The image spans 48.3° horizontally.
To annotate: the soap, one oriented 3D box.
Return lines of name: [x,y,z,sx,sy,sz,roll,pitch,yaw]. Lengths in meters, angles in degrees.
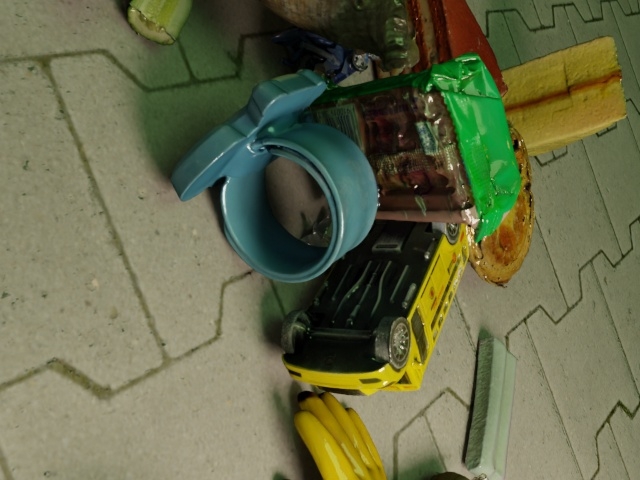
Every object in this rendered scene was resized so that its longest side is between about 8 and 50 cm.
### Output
soap: [0.086,-0.112,0.823,0.098,0.273,0.218,-28,107,-28]

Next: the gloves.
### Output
gloves: [0.038,0.314,0.831,0.294,0.116,0.133,70,14,10]

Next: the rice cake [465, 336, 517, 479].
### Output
rice cake: [0.271,0.265,1.118,0.080,0.042,0.222,37,52,-31]

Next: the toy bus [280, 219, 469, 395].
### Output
toy bus: [0.084,0.076,0.903,0.330,0.144,0.152,-58,137,-42]

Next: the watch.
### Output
watch: [-0.031,-0.060,0.797,0.193,0.211,0.211,51,43,3]

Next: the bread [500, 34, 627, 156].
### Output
bread: [0.463,-0.260,1.335,0.163,0.264,0.168,-7,88,-46]

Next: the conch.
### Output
conch: [-0.011,-0.357,0.865,0.297,0.210,0.352,-64,142,-72]

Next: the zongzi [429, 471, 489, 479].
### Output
zongzi: [0.158,0.409,0.947,0.189,0.081,0.178,-9,105,-61]

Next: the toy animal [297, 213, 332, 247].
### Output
toy animal: [0.000,0.000,0.928,0.084,0.028,0.050,-35,95,-46]

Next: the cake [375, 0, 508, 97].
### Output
cake: [0.143,-0.285,1.083,0.262,0.158,0.159,57,43,-13]

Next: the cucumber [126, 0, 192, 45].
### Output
cucumber: [-0.183,-0.273,0.823,0.067,0.035,0.107,32,49,-22]

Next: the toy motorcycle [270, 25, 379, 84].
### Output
toy motorcycle: [0.018,-0.280,1.008,0.205,0.076,0.114,-41,103,-40]

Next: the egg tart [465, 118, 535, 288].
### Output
egg tart: [0.272,-0.064,1.178,0.297,0.132,0.297,1,89,-55]
